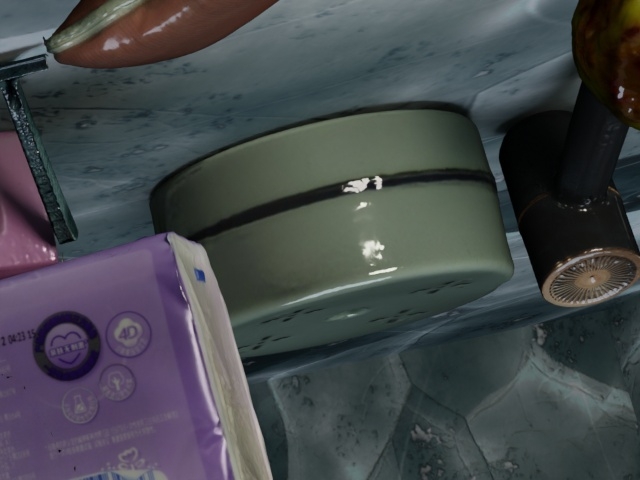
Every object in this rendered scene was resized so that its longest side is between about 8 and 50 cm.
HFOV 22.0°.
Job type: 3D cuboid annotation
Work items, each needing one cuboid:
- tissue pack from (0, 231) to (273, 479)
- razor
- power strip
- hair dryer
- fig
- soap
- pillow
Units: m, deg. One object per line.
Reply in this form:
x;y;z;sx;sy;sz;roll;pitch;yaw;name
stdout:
-0.222;0.153;1.216;0.338;0.242;0.160;-15;174;7;tissue pack
-0.203;-0.064;1.174;0.066;0.033;0.190;-15;140;-2;razor
0.000;0.000;1.598;0.358;0.161;0.357;-13;169;-3;power strip
0.254;-0.109;1.545;0.107;0.189;0.352;-7;146;-10;hair dryer
0.264;-0.160;1.193;0.166;0.144;0.154;-36;154;-1;fig
-0.302;-0.015;1.215;0.203;0.122;0.065;-7;167;-39;soap
-0.048;-0.161;0.901;0.179;0.075;0.171;-29;-178;31;pillow
